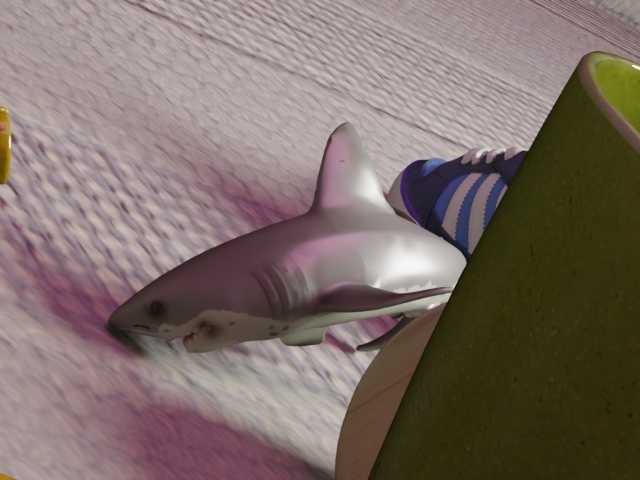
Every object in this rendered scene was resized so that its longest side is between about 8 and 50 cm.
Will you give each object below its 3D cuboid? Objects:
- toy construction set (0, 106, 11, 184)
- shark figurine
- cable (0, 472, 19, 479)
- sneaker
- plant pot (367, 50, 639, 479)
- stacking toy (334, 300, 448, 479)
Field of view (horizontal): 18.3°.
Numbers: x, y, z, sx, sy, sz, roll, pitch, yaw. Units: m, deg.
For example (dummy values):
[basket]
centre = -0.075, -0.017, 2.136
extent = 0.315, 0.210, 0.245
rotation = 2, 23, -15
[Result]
[toy construction set]
centre = -0.264, -0.100, 0.852
extent = 0.257, 0.237, 0.309
rotation = -17, 30, -33
[shark figurine]
centre = 0.027, -0.004, 1.087
extent = 0.278, 0.166, 0.116
rotation = -2, 79, -58
[cable]
centre = -0.042, 0.148, 0.738
extent = 0.287, 0.072, 0.139
rotation = 12, 34, -55
[sneaker]
centre = 0.177, -0.037, 1.382
extent = 0.130, 0.236, 0.323
rotation = 28, 19, -25
[plant pot]
centre = 0.115, 0.132, 0.702
extent = 0.275, 0.293, 0.275
rotation = 33, 16, -11
[stacking toy]
centre = 0.168, 0.153, 1.050
extent = 0.330, 0.141, 0.141
rotation = 29, 18, -34
